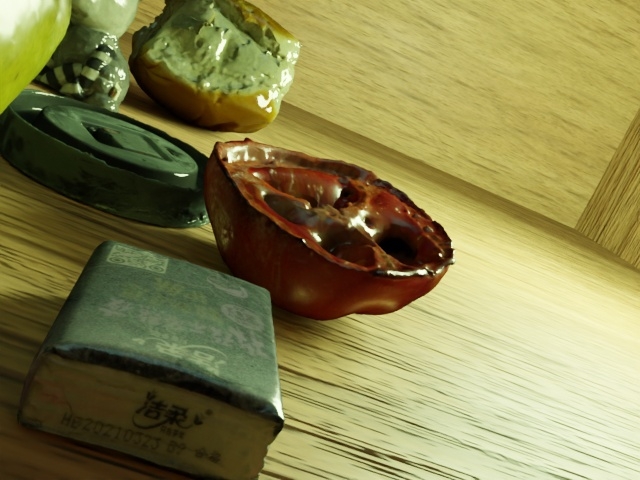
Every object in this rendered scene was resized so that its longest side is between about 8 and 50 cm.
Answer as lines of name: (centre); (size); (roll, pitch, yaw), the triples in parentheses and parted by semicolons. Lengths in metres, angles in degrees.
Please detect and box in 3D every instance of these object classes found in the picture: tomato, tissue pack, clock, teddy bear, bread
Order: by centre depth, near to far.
tissue pack: (-0.081, 0.055, 0.388); (0.112, 0.051, 0.156); (19, 14, -12)
tomato: (-0.003, 0.002, 0.643); (0.228, 0.101, 0.228); (20, 21, -8)
clock: (-0.199, -0.080, 0.718); (0.226, 0.049, 0.226); (25, 13, -6)
teddy bear: (-0.338, -0.315, 1.033); (0.171, 0.251, 0.144); (12, 9, 12)
bread: (-0.182, -0.304, 1.233); (0.250, 0.225, 0.279); (26, 2, -21)

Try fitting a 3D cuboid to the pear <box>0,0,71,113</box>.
pear: (-0.315, -0.167, 0.377); (0.375, 0.287, 0.287); (1, 24, -29)
